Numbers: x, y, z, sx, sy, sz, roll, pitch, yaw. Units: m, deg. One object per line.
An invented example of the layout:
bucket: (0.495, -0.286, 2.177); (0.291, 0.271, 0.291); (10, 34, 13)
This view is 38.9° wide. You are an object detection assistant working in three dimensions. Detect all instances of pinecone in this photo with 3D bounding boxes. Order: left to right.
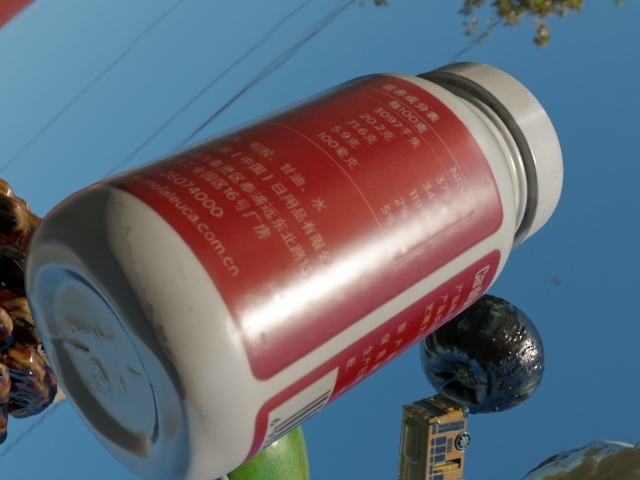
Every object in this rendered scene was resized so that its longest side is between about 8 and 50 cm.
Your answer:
pinecone: (-0.279, 0.061, 0.646); (0.221, 0.221, 0.221); (-26, -143, 21)

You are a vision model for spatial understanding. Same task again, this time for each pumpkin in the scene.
pumpkin: (0.292, 0.206, 1.642); (0.233, 0.233, 0.163); (-6, -154, 41)

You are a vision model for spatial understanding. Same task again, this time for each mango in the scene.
mango: (-0.121, 0.333, 1.428); (0.201, 0.381, 0.225); (-20, 176, -33)

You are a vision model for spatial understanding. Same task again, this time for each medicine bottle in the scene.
medicine bottle: (0.000, 0.000, 0.426); (0.250, 0.131, 0.131); (-29, -157, -37)

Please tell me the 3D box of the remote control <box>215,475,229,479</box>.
remote control: (-0.112, 0.324, 1.107); (0.029, 0.067, 0.261); (-11, -150, -18)

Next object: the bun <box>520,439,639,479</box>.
bun: (0.235, 0.252, 0.696); (0.259, 0.259, 0.160); (-35, -154, 9)

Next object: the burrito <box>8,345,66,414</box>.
burrito: (-0.379, 0.130, 1.273); (0.347, 0.175, 0.107); (-56, -163, 19)

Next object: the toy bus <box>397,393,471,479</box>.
toy bus: (0.184, 0.356, 1.513); (0.091, 0.103, 0.182); (20, -70, 59)
